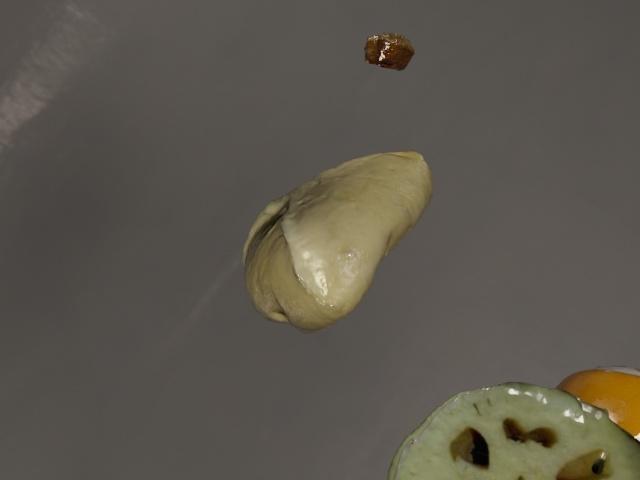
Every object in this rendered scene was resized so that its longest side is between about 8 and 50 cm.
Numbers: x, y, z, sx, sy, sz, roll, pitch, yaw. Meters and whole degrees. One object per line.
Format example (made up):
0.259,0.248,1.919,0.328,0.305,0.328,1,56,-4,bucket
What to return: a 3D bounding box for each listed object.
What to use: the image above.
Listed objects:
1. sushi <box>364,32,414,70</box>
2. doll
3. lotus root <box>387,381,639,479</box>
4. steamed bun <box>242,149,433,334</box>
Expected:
0.102,-0.279,1.522,0.120,0.052,0.055,-5,120,-56,sushi
0.370,0.261,1.371,0.236,0.213,0.213,11,116,-32,doll
0.144,0.199,0.745,0.203,0.183,0.078,-33,147,-36,lotus root
-0.013,0.005,1.037,0.212,0.110,0.231,-32,-167,41,steamed bun
